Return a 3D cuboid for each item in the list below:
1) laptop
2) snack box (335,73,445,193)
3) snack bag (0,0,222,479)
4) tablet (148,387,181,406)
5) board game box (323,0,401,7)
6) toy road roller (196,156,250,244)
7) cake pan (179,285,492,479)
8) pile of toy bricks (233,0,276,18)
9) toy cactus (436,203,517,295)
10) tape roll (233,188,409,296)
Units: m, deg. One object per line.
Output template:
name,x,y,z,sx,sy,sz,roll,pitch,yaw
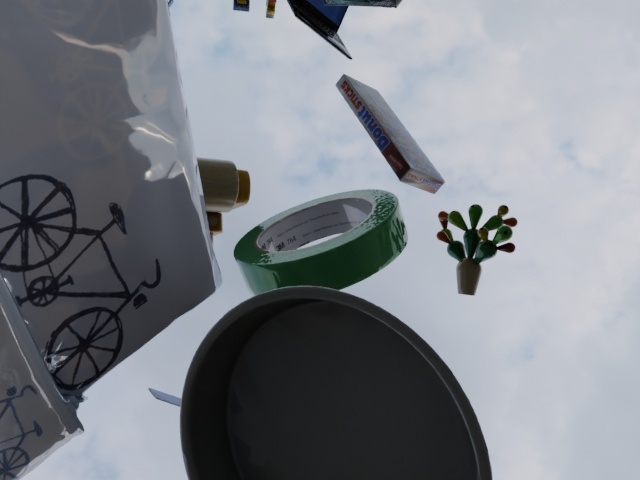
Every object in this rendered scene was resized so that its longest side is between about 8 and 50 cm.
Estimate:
laptop,0.019,-0.699,1.719,0.234,0.136,0.264,26,-149,-38
snack box,0.079,-0.128,0.686,0.064,0.022,0.178,14,-142,-42
snack bag,-0.185,0.010,0.322,0.037,0.322,0.343,24,-135,30
tablet,-0.306,0.322,1.192,0.083,0.054,0.006,32,-98,-36
board game box,0.110,-0.554,1.269,0.186,0.026,0.126,16,-117,32
toy road roller,-0.307,-0.042,1.335,0.203,0.330,0.240,1,-99,-32
cake pan,0.006,0.181,0.512,0.293,0.054,0.292,2,-85,28
pile of toy bricks,-0.127,-0.536,1.109,0.118,0.105,0.212,3,-115,-10
toy cactus,0.304,0.019,1.168,0.112,0.219,0.180,8,-93,-33
tape roll,0.000,0.000,1.100,0.321,0.321,0.077,-26,-69,-17
